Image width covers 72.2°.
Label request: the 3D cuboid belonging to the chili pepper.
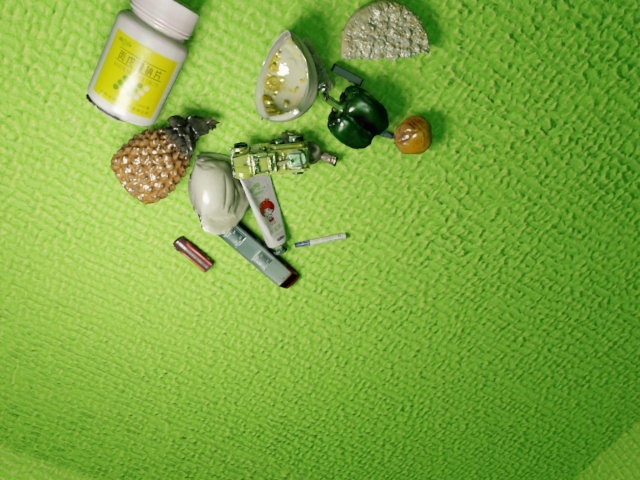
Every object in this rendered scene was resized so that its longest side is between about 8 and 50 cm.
[{"bbox_3d":[0.095,-0.424,1.431,0.261,0.165,0.174,34,126,-19],"label":"chili pepper"}]

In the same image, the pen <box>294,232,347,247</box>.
[{"bbox_3d":[0.000,0.000,1.684,0.204,0.025,0.025,-11,113,3],"label":"pen"}]

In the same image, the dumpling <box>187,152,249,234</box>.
[{"bbox_3d":[-0.348,-0.167,1.530,0.227,0.175,0.243,-4,115,-34],"label":"dumpling"}]

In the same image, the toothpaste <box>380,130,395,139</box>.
[{"bbox_3d":[0.225,-0.372,1.535,0.083,0.019,0.027,18,135,-9],"label":"toothpaste"}]

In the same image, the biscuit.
[{"bbox_3d":[0.204,-0.658,1.379,0.281,0.084,0.179,-2,109,-4],"label":"biscuit"}]

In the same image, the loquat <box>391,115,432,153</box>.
[{"bbox_3d":[0.315,-0.357,1.501,0.137,0.113,0.137,-5,139,-5],"label":"loquat"}]

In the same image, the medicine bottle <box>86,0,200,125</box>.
[{"bbox_3d":[-0.529,-0.553,1.321,0.213,0.213,0.378,29,109,-14],"label":"medicine bottle"}]

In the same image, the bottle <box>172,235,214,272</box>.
[{"bbox_3d":[-0.485,0.051,1.667,0.060,0.060,0.164,-42,108,14],"label":"bottle"}]

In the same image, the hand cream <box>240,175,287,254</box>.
[{"bbox_3d":[-0.194,-0.104,1.597,0.121,0.076,0.336,-31,117,-32],"label":"hand cream"}]

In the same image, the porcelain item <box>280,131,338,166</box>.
[{"bbox_3d":[-0.042,-0.311,1.530,0.213,0.054,0.084,17,113,-9],"label":"porcelain item"}]

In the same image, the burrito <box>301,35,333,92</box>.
[{"bbox_3d":[-0.010,-0.569,1.429,0.045,0.041,0.185,-33,113,2],"label":"burrito"}]

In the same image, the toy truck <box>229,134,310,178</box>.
[{"bbox_3d":[-0.166,-0.265,1.439,0.260,0.135,0.128,-5,113,-2],"label":"toy truck"}]

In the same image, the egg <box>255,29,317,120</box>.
[{"bbox_3d":[-0.093,-0.492,1.389,0.162,0.206,0.271,10,100,-33],"label":"egg"}]

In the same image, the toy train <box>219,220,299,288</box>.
[{"bbox_3d":[-0.243,0.044,1.659,0.086,0.089,0.409,-43,108,9],"label":"toy train"}]

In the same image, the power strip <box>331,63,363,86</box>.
[{"bbox_3d":[0.088,-0.543,1.445,0.111,0.038,0.029,24,111,-11],"label":"power strip"}]

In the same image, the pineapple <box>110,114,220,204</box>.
[{"bbox_3d":[-0.493,-0.298,1.433,0.357,0.223,0.223,-39,109,9],"label":"pineapple"}]
